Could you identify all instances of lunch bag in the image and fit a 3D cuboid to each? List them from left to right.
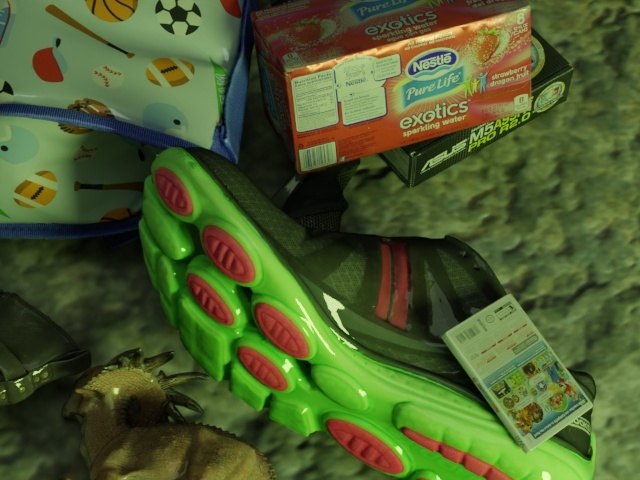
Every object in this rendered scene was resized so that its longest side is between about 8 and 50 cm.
[{"bbox_3d":[-0.259,-0.173,1.537,0.386,0.239,0.327,-1,53,8],"label":"lunch bag"}]

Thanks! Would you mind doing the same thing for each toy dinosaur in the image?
[{"bbox_3d":[-0.123,0.198,1.346,0.296,0.127,0.200,23,55,12],"label":"toy dinosaur"}]

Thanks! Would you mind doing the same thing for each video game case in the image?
[{"bbox_3d":[0.168,0.112,1.300,0.087,0.011,0.122,-27,76,-37],"label":"video game case"}]

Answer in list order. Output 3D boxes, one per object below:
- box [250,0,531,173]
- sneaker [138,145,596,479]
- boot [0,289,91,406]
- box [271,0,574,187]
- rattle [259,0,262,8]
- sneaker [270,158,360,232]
[{"bbox_3d":[0.072,-0.178,1.516,0.257,0.128,0.122,-16,42,-11],"label":"box"},{"bbox_3d":[0.043,0.074,1.381,0.483,0.185,0.202,37,48,-4],"label":"sneaker"},{"bbox_3d":[-0.374,0.118,1.431,0.263,0.091,0.229,25,46,29],"label":"boot"},{"bbox_3d":[0.106,-0.208,1.665,0.216,0.060,0.270,-29,61,-18],"label":"box"},{"bbox_3d":[-0.001,-0.340,1.753,0.200,0.130,0.142,-3,63,-35],"label":"rattle"},{"bbox_3d":[0.000,0.000,1.511,0.130,0.087,0.227,35,49,2],"label":"sneaker"}]
